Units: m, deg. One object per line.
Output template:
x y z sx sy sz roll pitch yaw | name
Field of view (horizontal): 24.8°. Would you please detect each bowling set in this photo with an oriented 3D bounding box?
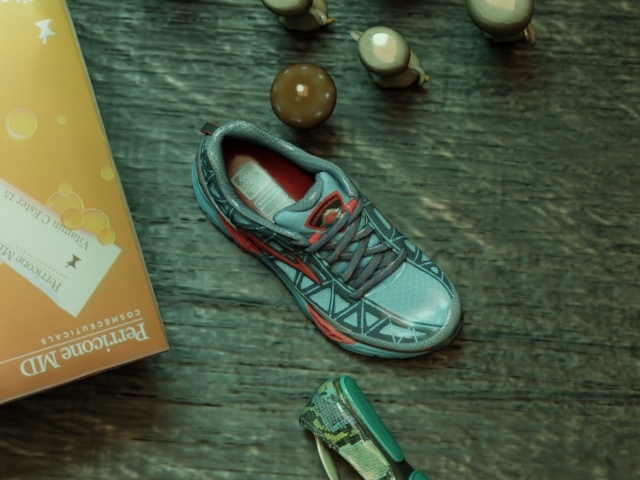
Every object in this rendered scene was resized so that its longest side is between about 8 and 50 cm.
0.018 -0.189 1.202 0.287 0.154 0.200 37 96 5 | bowling set

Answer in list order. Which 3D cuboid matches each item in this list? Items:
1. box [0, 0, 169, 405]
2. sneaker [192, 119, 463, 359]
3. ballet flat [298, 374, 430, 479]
-0.271 -0.051 1.074 0.215 0.168 0.345 -18 92 -15 | box
0.000 0.000 1.145 0.262 0.125 0.104 36 78 6 | sneaker
0.051 0.194 1.140 0.070 0.070 0.188 -35 78 -10 | ballet flat
